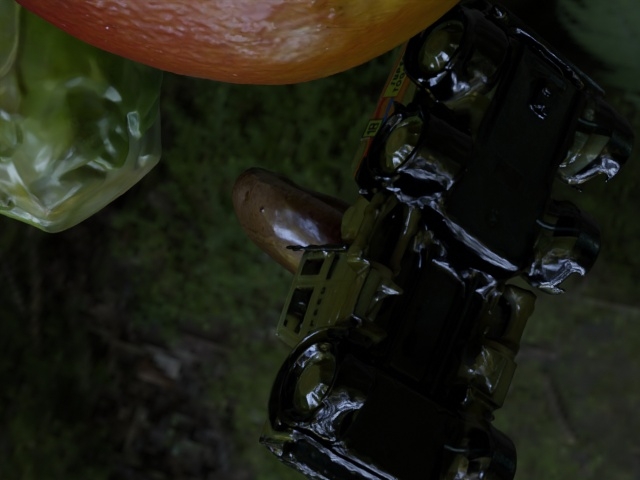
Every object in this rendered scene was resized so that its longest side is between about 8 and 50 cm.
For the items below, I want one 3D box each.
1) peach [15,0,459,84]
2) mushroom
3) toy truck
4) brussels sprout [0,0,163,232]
[{"bbox_3d":[-0.040,-0.188,0.823,0.281,0.281,0.238,11,112,12],"label":"peach"},{"bbox_3d":[0.000,0.000,1.046,0.123,0.052,0.123,32,-177,-2],"label":"mushroom"},{"bbox_3d":[0.050,0.012,0.913,0.127,0.257,0.127,33,156,-31],"label":"toy truck"},{"bbox_3d":[-0.209,-0.118,1.237,0.223,0.223,0.161,16,156,2],"label":"brussels sprout"}]
